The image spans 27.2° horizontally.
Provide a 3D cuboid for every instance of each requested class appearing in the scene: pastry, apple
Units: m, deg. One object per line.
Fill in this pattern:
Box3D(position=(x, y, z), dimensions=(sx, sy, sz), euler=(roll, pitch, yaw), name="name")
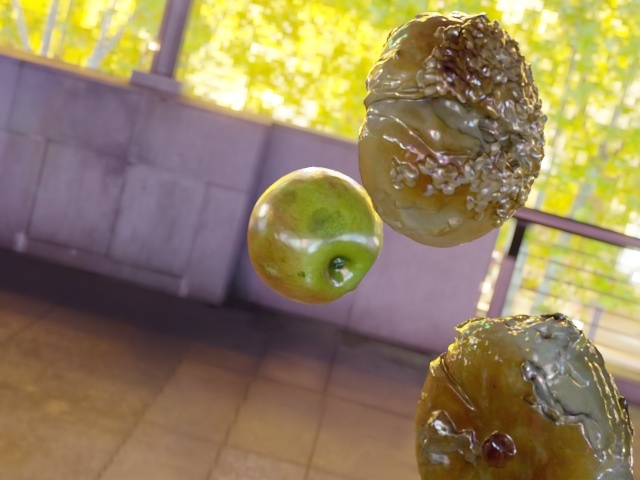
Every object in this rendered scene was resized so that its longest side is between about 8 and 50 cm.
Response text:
Box3D(position=(0.188, -0.150, 1.721), dimensions=(0.284, 0.315, 0.184), euler=(26, -20, -39), name="pastry")
Box3D(position=(0.189, 0.198, 1.302), dimensions=(0.121, 0.257, 0.236), euler=(-5, -18, -44), name="pastry")
Box3D(position=(0.000, 0.000, 2.326), dimensions=(0.246, 0.246, 0.226), euler=(9, 15, -35), name="apple")
